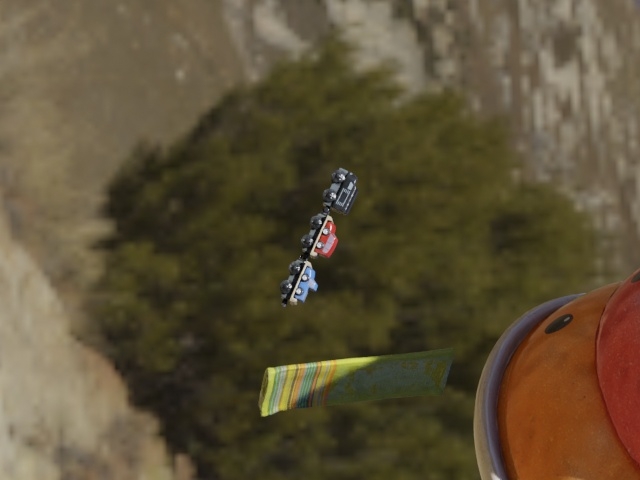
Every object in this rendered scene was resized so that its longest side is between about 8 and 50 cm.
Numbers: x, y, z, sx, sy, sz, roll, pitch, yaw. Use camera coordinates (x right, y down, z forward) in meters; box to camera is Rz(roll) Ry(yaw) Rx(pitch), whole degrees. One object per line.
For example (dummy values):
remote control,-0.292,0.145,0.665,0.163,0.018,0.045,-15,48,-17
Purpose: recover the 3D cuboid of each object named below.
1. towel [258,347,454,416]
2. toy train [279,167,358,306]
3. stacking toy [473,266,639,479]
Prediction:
towel,0.044,0.174,2.457,0.102,0.237,0.021,102,-20,-57
toy train,0.000,0.000,2.079,0.027,0.036,0.158,83,31,-80
stacking toy,0.365,0.080,1.501,0.480,0.350,0.350,126,-27,-45
